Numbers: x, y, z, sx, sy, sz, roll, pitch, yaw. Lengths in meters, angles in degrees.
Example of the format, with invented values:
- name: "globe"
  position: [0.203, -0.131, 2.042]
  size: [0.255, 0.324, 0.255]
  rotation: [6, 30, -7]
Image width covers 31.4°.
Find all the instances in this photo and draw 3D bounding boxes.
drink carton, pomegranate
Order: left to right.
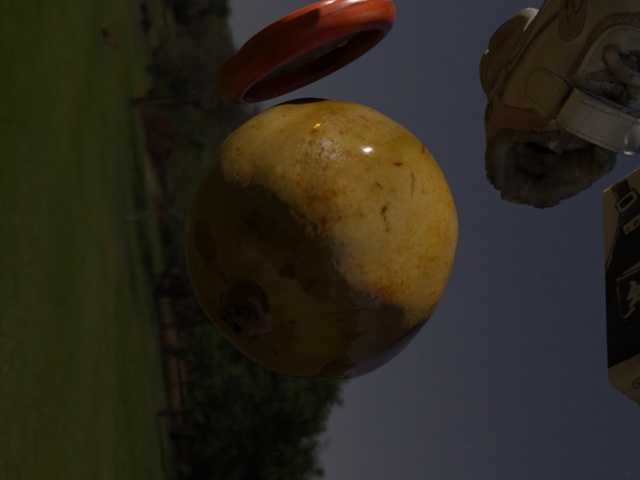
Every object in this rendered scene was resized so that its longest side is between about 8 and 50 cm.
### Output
- name: "pomegranate"
  position: [0.000, 0.000, 1.041]
  size: [0.264, 0.264, 0.264]
  rotation: [174, -90, -81]
- name: "drink carton"
  position: [0.308, 0.025, 0.904]
  size: [0.134, 0.102, 0.222]
  rotation: [-41, -154, 40]

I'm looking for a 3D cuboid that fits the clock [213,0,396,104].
- name: "clock"
  position: [-0.017, -0.203, 1.188]
  size: [0.051, 0.205, 0.205]
  rotation: [64, -11, 2]

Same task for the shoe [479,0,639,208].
- name: "shoe"
  position: [0.288, -0.171, 1.142]
  size: [0.351, 0.171, 0.198]
  rotation: [126, -24, -57]
